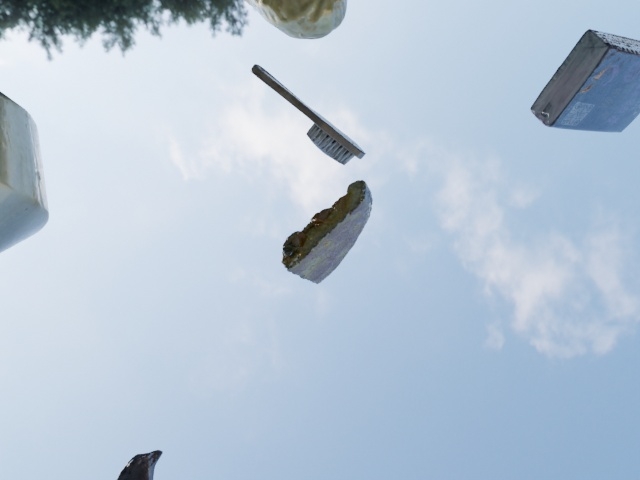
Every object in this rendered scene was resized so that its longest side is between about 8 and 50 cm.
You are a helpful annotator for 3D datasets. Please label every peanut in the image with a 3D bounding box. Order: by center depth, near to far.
[{"bbox_3d":[-0.083,-0.455,1.072,0.147,0.147,0.305,-41,-111,-14],"label":"peanut"}]

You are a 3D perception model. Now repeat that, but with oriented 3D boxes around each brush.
[{"bbox_3d":[-0.035,-0.275,1.435,0.065,0.327,0.070,-47,-155,16],"label":"brush"}]

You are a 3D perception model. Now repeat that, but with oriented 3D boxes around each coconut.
[{"bbox_3d":[-0.573,-0.089,0.969,0.322,0.323,0.323,-5,-122,8],"label":"coconut"}]

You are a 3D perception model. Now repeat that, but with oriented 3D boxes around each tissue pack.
[{"bbox_3d":[0.338,-0.184,0.755,0.156,0.112,0.051,-3,-133,-36],"label":"tissue pack"}]

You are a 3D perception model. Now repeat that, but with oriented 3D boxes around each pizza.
[{"bbox_3d":[0.000,0.000,1.119,0.197,0.292,0.058,-29,-112,-33],"label":"pizza"}]

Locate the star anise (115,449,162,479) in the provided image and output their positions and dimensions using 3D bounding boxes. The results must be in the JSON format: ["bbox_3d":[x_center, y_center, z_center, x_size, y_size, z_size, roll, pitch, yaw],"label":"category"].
[{"bbox_3d":[-0.133,0.210,0.415,0.042,0.141,0.141,20,-124,-24],"label":"star anise"}]
